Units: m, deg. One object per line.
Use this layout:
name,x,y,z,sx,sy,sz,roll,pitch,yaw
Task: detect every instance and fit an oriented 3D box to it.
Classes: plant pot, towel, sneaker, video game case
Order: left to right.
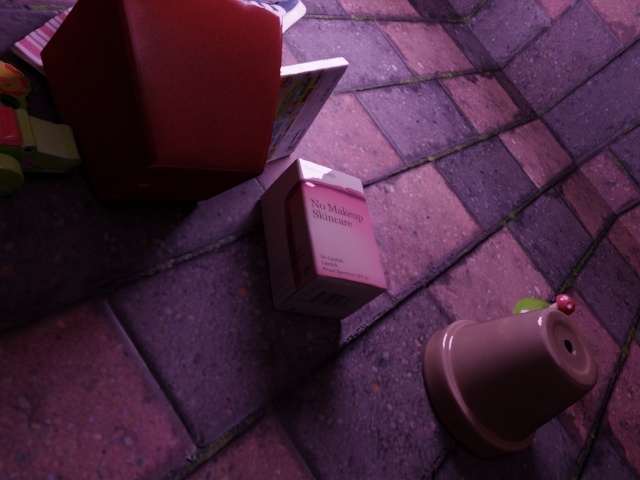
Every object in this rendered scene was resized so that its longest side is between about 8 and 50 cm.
towel,-0.388,-0.304,0.912,0.144,0.029,0.197,38,41,-17
plant pot,-0.216,-0.190,0.803,0.267,0.267,0.235,-3,81,-43
sneaker,-0.150,-0.470,1.174,0.148,0.131,0.350,43,40,-14
video game case,-0.066,-0.220,0.980,0.026,0.227,0.206,47,39,10
plant pot,0.359,0.238,1.004,0.263,0.229,0.263,24,47,-28

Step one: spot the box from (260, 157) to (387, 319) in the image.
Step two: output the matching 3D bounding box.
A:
box,0.000,0.000,0.944,0.149,0.127,0.232,14,52,-34

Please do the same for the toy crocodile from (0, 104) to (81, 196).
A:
toy crocodile,-0.458,-0.129,0.648,0.341,0.105,0.115,2,59,-42

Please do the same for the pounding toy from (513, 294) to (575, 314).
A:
pounding toy,0.543,0.207,1.285,0.237,0.110,0.183,-21,75,-49

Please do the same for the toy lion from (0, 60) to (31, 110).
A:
toy lion,-0.452,-0.213,0.781,0.100,0.034,0.096,52,32,4
